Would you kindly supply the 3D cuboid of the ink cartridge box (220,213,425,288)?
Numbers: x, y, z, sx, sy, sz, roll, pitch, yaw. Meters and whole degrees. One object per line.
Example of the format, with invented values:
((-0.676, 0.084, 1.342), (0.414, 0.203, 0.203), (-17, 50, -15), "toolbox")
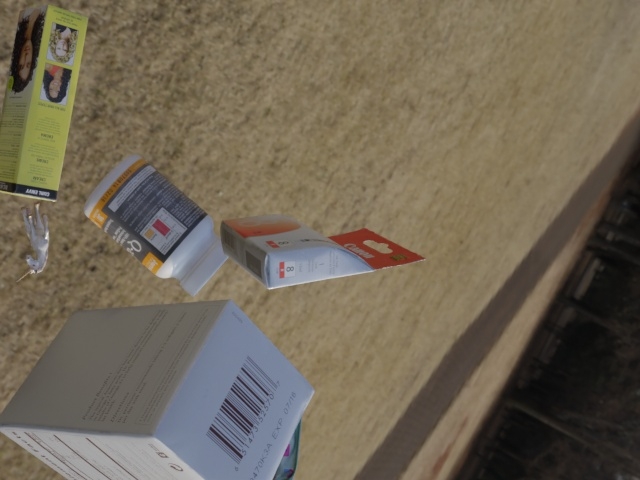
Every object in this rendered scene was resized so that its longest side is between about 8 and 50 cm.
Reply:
((0.000, 0.000, 0.879), (0.179, 0.145, 0.045), (-12, 109, -22), "ink cartridge box")

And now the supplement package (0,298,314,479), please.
((-0.115, 0.115, 0.570), (0.105, 0.179, 0.105), (51, 50, -32), "supplement package")

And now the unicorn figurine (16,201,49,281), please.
((-0.555, -0.006, 1.608), (0.162, 0.060, 0.111), (-113, -157, -64), "unicorn figurine")

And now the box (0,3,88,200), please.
((-0.350, -0.168, 1.022), (0.058, 0.087, 0.232), (9, 89, -43), "box")

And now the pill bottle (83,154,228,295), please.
((-0.315, -0.027, 1.638), (0.162, 0.278, 0.162), (-48, -176, 4), "pill bottle")

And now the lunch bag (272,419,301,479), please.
((-0.137, 0.428, 1.756), (0.223, 0.160, 0.262), (143, -52, -59), "lunch bag")
